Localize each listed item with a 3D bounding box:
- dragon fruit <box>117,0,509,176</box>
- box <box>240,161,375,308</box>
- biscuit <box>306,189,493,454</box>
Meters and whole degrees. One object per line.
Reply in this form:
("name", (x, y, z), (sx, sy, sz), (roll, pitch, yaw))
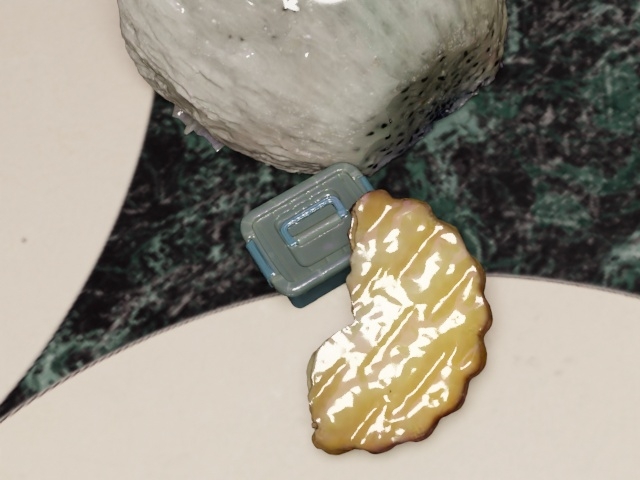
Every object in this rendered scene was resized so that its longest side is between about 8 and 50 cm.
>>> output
("dragon fruit", (0.010, -0.192, 1.275), (0.283, 0.204, 0.221), (-43, 67, -12))
("box", (0.000, 0.000, 1.266), (0.099, 0.054, 0.074), (-30, 67, -7))
("biscuit", (0.056, 0.064, 1.212), (0.118, 0.061, 0.183), (16, 86, -1))
